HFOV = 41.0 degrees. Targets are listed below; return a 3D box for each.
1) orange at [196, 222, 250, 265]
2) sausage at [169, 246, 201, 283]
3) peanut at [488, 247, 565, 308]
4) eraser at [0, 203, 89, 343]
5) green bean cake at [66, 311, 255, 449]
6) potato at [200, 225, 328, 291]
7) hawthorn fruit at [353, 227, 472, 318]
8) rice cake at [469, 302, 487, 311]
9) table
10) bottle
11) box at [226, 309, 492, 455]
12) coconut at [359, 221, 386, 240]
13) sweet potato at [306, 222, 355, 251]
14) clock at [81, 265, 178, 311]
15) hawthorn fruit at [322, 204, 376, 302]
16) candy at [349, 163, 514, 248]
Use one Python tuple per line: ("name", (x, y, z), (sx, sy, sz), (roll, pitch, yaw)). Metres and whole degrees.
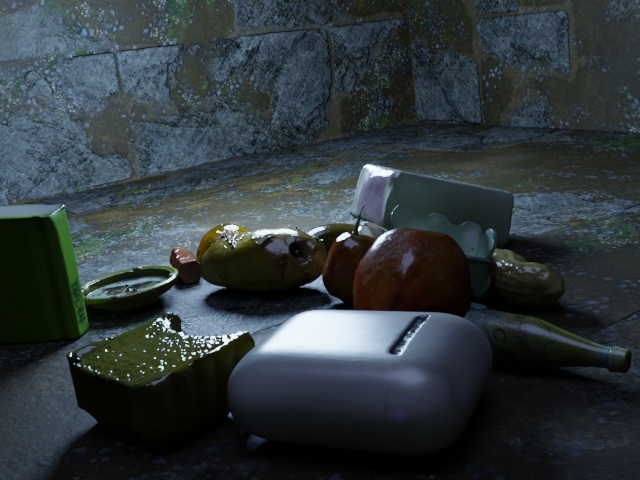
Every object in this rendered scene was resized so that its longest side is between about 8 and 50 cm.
("orange", (-0.234, 0.013, 2.143), (0.160, 0.112, 0.170), (-7, 3, 1))
("sausage", (-0.333, 0.057, 2.094), (0.065, 0.065, 0.169), (-11, 16, -16))
("peanut", (0.377, 0.073, 1.662), (0.103, 0.098, 0.229), (-42, 26, -8))
("eraser", (-0.600, 0.068, 1.742), (0.210, 0.274, 0.092), (-4, 13, 8))
("green bean cake", (-0.239, 0.213, 1.332), (0.236, 0.124, 0.233), (8, 21, 43))
("potato", (-0.127, 0.042, 1.902), (0.300, 0.140, 0.173), (-1, 9, 22))
("hawthorn fruit", (0.153, 0.102, 1.468), (0.211, 0.210, 0.262), (-2, 34, 17))
("rice cake", (0.204, 0.130, 1.613), (0.245, 0.045, 0.042), (6, 18, 39))
("table", (0.217, 0.025, 1.662), (0.198, 0.166, 0.166), (13, 10, -16))
("bottle", (0.350, 0.164, 1.346), (0.270, 0.083, 0.083), (6, 19, 36))
("box", (0.060, 0.195, 1.237), (0.349, 0.141, 0.289), (0, 15, 24))
("coconut", (0.110, 0.017, 1.923), (0.110, 0.124, 0.110), (-8, 16, 2))
("sweet potato", (0.000, 0.000, 2.143), (0.244, 0.077, 0.077), (-14, 16, -33))
("clock", (-0.431, 0.115, 1.925), (0.237, 0.057, 0.237), (-8, 14, 2))
("hawthorn fruit", (0.065, 0.045, 1.762), (0.149, 0.189, 0.149), (-19, -12, -4))
("candy", (0.264, -0.081, 2.027), (0.359, 0.145, 0.208), (9, 7, -27))
